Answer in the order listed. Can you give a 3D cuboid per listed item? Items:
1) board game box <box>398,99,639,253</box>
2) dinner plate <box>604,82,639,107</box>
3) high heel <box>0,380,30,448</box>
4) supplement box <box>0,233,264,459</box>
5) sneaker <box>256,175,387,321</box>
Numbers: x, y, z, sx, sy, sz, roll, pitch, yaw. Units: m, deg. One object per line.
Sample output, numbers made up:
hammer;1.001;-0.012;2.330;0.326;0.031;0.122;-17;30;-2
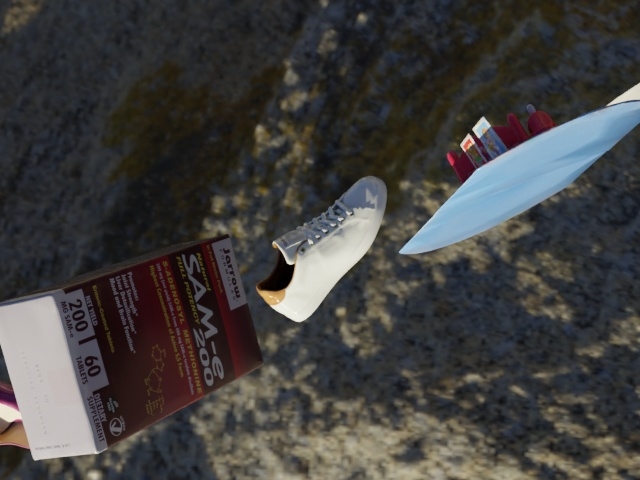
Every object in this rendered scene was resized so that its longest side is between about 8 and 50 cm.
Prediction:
board game box;0.113;-0.048;0.714;0.033;0.133;0.168;63;153;13
dinner plate;0.345;-0.148;1.406;0.141;0.141;0.017;-41;79;25
high heel;-0.357;0.215;1.369;0.244;0.082;0.117;-11;31;12
supplement box;-0.152;0.082;1.022;0.073;0.239;0.130;-12;96;31
sneaker;0.000;0.000;2.087;0.290;0.123;0.106;-55;35;4
